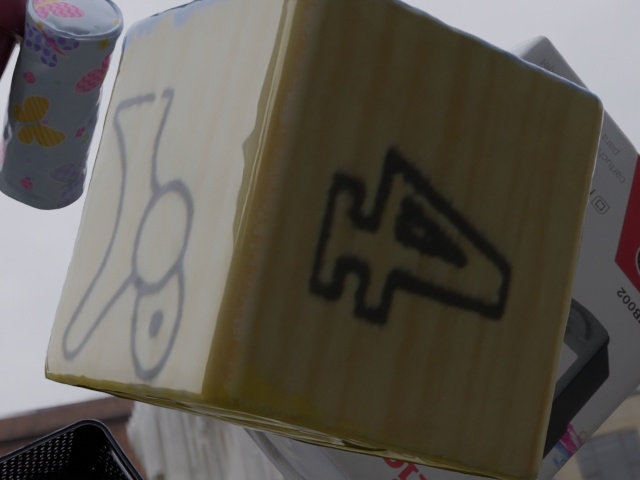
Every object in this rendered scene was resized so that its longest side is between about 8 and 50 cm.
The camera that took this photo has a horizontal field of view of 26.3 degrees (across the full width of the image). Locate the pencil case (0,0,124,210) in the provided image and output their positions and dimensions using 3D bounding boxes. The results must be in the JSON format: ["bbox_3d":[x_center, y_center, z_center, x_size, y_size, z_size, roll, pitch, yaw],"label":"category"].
[{"bbox_3d":[-0.310,-0.167,1.621,0.113,0.124,0.273,24,-52,4],"label":"pencil case"}]

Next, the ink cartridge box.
[{"bbox_3d":[0.093,0.046,0.923,0.306,0.226,0.131,-43,8,-20],"label":"ink cartridge box"}]

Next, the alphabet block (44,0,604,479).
[{"bbox_3d":[0.000,0.000,0.687,0.193,0.197,0.192,18,-10,-31],"label":"alphabet block"}]

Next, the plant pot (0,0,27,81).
[{"bbox_3d":[-0.446,-0.214,1.583,0.201,0.180,0.201,11,-6,1],"label":"plant pot"}]

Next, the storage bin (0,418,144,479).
[{"bbox_3d":[-0.264,0.268,1.316,0.180,0.122,0.084,-24,-30,-32],"label":"storage bin"}]
